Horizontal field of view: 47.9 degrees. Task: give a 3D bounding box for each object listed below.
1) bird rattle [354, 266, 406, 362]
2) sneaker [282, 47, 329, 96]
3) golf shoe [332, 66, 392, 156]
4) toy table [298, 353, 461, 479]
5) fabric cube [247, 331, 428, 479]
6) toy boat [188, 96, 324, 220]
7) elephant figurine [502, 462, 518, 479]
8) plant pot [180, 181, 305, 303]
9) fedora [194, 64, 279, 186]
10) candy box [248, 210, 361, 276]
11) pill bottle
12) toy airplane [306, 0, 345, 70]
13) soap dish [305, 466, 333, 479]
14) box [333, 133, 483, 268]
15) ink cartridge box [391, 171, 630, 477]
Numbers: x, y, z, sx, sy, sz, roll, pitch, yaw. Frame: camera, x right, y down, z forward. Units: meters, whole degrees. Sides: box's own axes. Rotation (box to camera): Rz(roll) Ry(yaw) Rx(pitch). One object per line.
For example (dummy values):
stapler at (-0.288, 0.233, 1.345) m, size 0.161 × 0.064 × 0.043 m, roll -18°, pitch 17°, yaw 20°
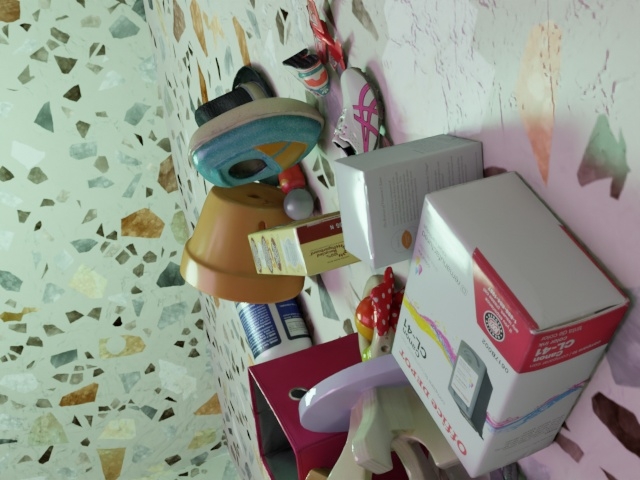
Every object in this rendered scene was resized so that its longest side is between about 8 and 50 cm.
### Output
bird rattle at (0.095, 0.145, 1.238) m, size 0.207 × 0.143 × 0.253 m, roll -106°, pitch 13°, yaw -60°
sneaker at (-0.022, -0.300, 1.311) m, size 0.075 × 0.057 × 0.161 m, roll 61°, pitch 177°, yaw -24°
golf shoe at (0.058, -0.182, 1.138) m, size 0.067 × 0.086 × 0.186 m, roll 160°, pitch 96°, yaw -72°
toy table at (0.104, 0.288, 1.086) m, size 0.274 × 0.252 × 0.161 m, roll -35°, pitch 47°, yaw 27°
fabric cube at (0.033, 0.365, 1.368) m, size 0.254 × 0.258 × 0.259 m, roll -132°, pitch 32°, yaw -54°
toy boat at (-0.094, -0.152, 1.431) m, size 0.318 × 0.267 × 0.148 m, roll 44°, pitch -153°, yaw -63°
elephant figurine at (0.183, 0.453, 1.028) m, size 0.239 × 0.186 × 0.169 m, roll -49°, pitch 57°, yaw 45°
plant pot at (-0.163, -0.011, 1.639) m, size 0.291 × 0.291 × 0.203 m, roll 43°, pitch 127°, yaw 56°
fedora at (-0.206, -0.253, 1.713) m, size 0.334 × 0.152 × 0.334 m, roll 164°, pitch 90°, yaw -71°
candy box at (0.000, 0.000, 1.287) m, size 0.316 × 0.183 × 0.087 m, roll 177°, pitch 79°, yaw -70°
pill bottle at (-0.111, 0.234, 1.824) m, size 0.153 × 0.153 × 0.264 m, roll 115°, pitch 137°, yaw -62°
toy airplane at (0.008, -0.345, 1.225) m, size 0.151 × 0.028 × 0.151 m, roll 158°, pitch 90°, yaw -86°
soap dish at (0.072, 0.516, 1.167) m, size 0.118 × 0.291 × 0.229 m, roll -56°, pitch -9°, yaw -80°
box at (0.118, -0.055, 0.936) m, size 0.091 × 0.170 × 0.130 m, roll -146°, pitch 45°, yaw -62°
ink cartridge box at (0.207, 0.107, 0.876) m, size 0.306 × 0.131 × 0.226 m, roll 96°, pitch 151°, yaw -44°
